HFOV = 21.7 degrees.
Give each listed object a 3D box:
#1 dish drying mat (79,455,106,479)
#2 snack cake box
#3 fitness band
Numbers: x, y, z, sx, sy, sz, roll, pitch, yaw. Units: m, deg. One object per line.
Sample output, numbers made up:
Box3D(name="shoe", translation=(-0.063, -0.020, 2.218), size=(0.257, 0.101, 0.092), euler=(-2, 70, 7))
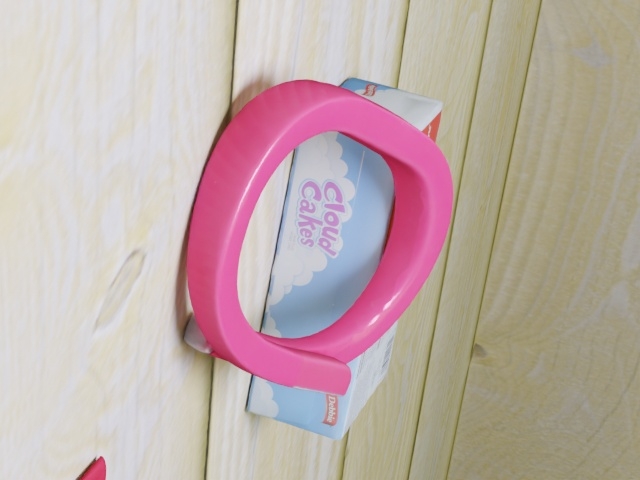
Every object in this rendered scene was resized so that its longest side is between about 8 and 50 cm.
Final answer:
Box3D(name="dish drying mat", translation=(-0.147, 0.159, 0.989), size=(0.083, 0.008, 0.032), euler=(-48, 151, -64))
Box3D(name="snack cake box", translation=(0.022, 0.013, 1.397), size=(0.152, 0.089, 0.264), euler=(-44, 148, -65))
Box3D(name="fitness band", translation=(0.000, 0.000, 1.189), size=(0.291, 0.054, 0.209), euler=(23, 90, -59))
